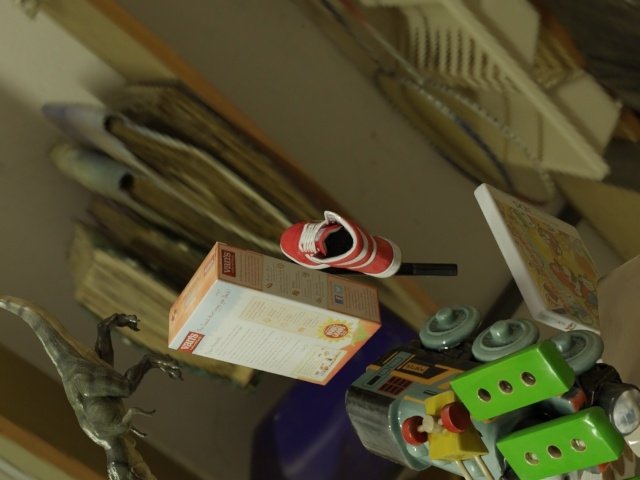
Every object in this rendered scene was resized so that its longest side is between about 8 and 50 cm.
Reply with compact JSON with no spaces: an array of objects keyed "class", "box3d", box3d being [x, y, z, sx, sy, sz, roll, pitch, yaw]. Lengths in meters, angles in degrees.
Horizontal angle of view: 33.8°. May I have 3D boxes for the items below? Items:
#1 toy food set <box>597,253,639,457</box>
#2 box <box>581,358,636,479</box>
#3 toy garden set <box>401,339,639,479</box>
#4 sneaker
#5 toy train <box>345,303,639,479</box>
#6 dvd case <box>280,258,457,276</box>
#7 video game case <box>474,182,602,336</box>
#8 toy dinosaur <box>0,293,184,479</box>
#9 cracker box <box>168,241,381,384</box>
[{"class":"toy food set","box3d":[0.442,0.090,1.222,0.092,0.219,0.306,44,-149,-18]},{"class":"box","box3d":[0.329,0.303,1.246,0.063,0.324,0.067,23,151,-28]},{"class":"toy garden set","box3d":[0.200,0.207,0.918,0.244,0.049,0.204,54,139,-3]},{"class":"sneaker","box3d":[0.000,0.000,0.827,0.118,0.042,0.067,9,172,40]},{"class":"toy train","box3d":[0.179,0.178,1.134,0.334,0.190,0.142,9,131,54]},{"class":"dvd case","box3d":[0.045,0.040,1.507,0.253,0.022,0.180,2,178,-20]},{"class":"video game case","box3d":[0.315,0.038,1.407,0.206,0.026,0.227,21,-143,-37]},{"class":"toy dinosaur","box3d":[-0.219,0.133,1.078,0.268,0.118,0.064,53,154,9]},{"class":"cracker box","box3d":[-0.060,0.098,1.354,0.232,0.156,0.067,17,-134,-24]}]
